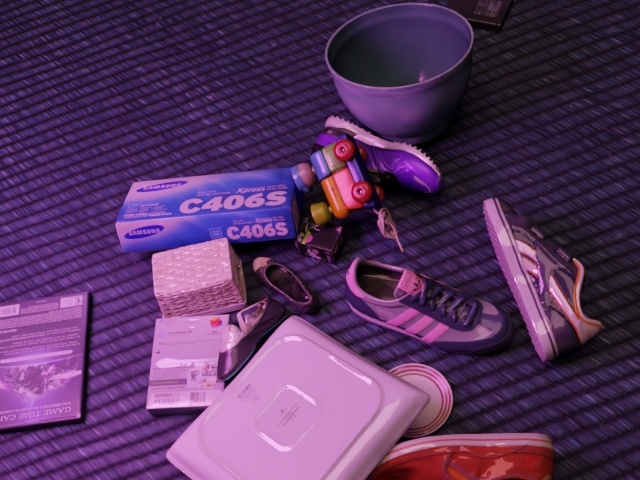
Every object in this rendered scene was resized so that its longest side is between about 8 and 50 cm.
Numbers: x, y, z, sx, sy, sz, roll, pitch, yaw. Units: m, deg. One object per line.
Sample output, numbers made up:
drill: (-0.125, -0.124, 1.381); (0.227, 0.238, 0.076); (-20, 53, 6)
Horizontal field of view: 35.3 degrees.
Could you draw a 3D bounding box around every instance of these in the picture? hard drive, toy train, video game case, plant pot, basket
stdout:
hard drive: (0.351, -0.518, 2.251); (0.135, 0.022, 0.094); (16, 62, 20)
toy train: (0.047, -0.064, 1.918); (0.143, 0.105, 0.248); (-25, 80, 16)
video game case: (-0.543, 0.232, 1.935); (0.196, 0.026, 0.274); (-9, 57, 5)
plant pot: (0.170, -0.317, 2.036); (0.293, 0.196, 0.293); (-8, 43, 7)
basket: (-0.235, 0.077, 1.928); (0.167, 0.103, 0.113); (-13, 55, 3)

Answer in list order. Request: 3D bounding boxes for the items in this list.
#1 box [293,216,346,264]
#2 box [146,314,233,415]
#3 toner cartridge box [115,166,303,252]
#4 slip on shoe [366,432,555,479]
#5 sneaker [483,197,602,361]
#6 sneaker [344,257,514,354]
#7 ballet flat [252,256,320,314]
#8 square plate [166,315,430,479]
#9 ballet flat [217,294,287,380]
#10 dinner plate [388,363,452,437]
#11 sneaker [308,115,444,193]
box: (0.000, 0.000, 1.964); (0.083, 0.052, 0.062); (17, 62, 20)
box: (-0.241, 0.230, 1.869); (0.145, 0.038, 0.186); (-4, 58, 7)
toner cartridge box: (-0.215, -0.062, 1.998); (0.348, 0.075, 0.165); (-5, 31, 7)
slip on shoe: (0.219, 0.380, 1.641); (0.331, 0.123, 0.101); (-4, 61, 3)
sneaker: (0.397, 0.054, 1.812); (0.127, 0.126, 0.321); (-20, 66, 3)
sneaker: (0.189, 0.114, 1.805); (0.319, 0.131, 0.112); (13, 60, 18)
ballet flat: (-0.064, 0.079, 1.926); (0.173, 0.049, 0.057); (36, 69, 28)
square plate: (-0.050, 0.306, 1.688); (0.344, 0.049, 0.347); (28, 67, 39)
ballet flat: (-0.140, 0.169, 1.842); (0.074, 0.074, 0.203); (23, 47, 23)
dinner plate: (0.162, 0.282, 1.770); (0.141, 0.017, 0.141); (-5, 57, 7)
sneaker: (0.102, -0.131, 2.011); (0.293, 0.102, 0.146); (25, 72, 28)
